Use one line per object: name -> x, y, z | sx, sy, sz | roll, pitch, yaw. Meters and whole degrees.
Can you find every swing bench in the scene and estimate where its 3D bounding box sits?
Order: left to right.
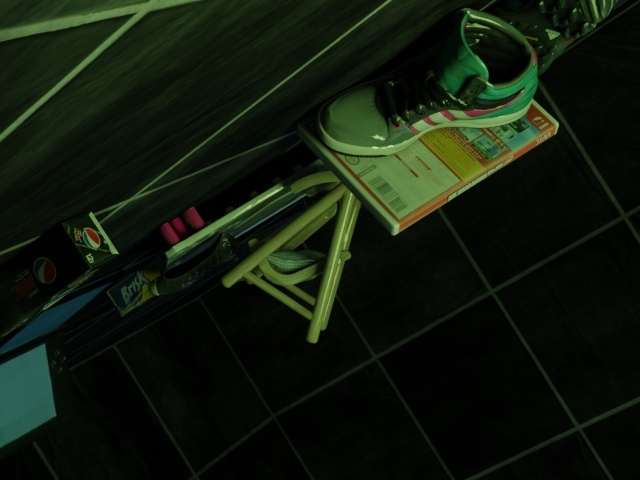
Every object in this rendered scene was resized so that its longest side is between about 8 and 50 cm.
swing bench -> 0.000, 0.000, 1.991 | 0.254, 0.165, 0.253 | -57, 176, 2

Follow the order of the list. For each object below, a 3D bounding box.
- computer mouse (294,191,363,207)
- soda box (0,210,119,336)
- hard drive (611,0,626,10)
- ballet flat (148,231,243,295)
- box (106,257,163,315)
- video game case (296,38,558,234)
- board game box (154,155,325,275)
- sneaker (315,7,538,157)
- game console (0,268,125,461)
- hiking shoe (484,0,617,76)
computer mouse -> 0.030, -0.102, 2.402 | 0.184, 0.060, 0.262 | 7, -169, 27
soda box -> -0.294, 0.038, 1.386 | 0.169, 0.060, 0.053 | -33, 179, 31
hard drive -> 0.419, -0.378, 1.755 | 0.094, 0.022, 0.135 | -34, -146, 42
ballet flat -> -0.194, 0.035, 1.991 | 0.173, 0.049, 0.057 | -28, -152, 22
box -> -0.296, 0.067, 2.319 | 0.169, 0.054, 0.059 | -34, 178, 27
video game case -> 0.141, -0.147, 1.726 | 0.285, 0.204, 0.025 | -32, 154, -22
board game box -> -0.090, -0.073, 2.085 | 0.390, 0.050, 0.390 | -32, 179, -10
sneaker -> 0.143, -0.197, 1.631 | 0.296, 0.123, 0.178 | -15, 157, -12
game console -> -0.419, 0.197, 2.036 | 0.173, 0.250, 0.293 | -4, -171, 22
hiking shoe -> 0.310, -0.303, 1.761 | 0.132, 0.113, 0.304 | -44, -168, -29
